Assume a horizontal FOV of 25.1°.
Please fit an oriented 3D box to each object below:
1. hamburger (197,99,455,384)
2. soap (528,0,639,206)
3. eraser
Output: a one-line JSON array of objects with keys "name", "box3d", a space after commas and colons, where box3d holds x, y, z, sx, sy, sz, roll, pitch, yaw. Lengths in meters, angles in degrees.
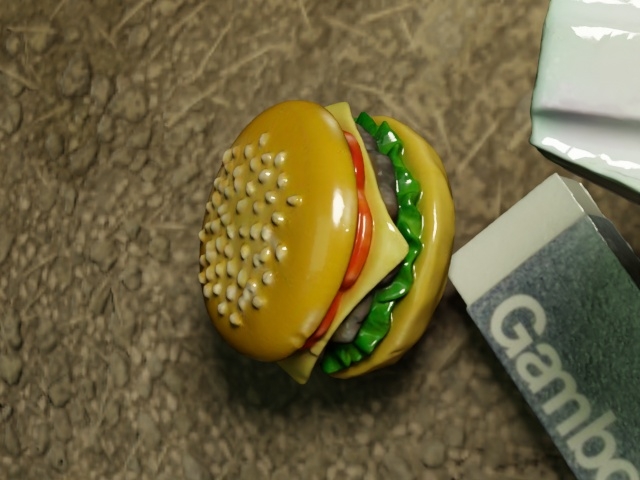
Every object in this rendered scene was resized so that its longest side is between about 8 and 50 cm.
[{"name": "hamburger", "box3d": [0.000, 0.000, 0.804, 0.162, 0.115, 0.162, -27, 58, 54]}, {"name": "soap", "box3d": [0.255, -0.066, 0.493, 0.347, 0.115, 0.208, 7, 94, 15]}, {"name": "eraser", "box3d": [0.159, 0.074, 0.763, 0.092, 0.046, 0.212, -40, 68, 22]}]
